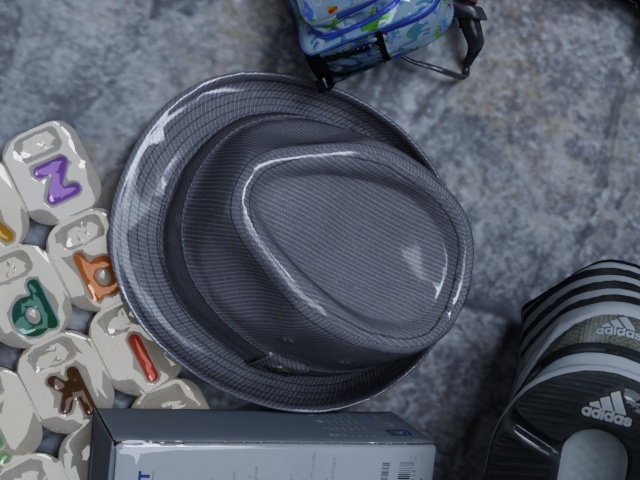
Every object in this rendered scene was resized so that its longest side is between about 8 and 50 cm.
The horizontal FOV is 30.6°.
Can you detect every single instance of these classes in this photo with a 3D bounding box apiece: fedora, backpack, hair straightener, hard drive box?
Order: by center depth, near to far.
[{"bbox_3d":[0.000,0.000,0.827,0.275,0.124,0.243,32,76,-19],"label":"fedora"},{"bbox_3d":[0.034,-0.179,0.836,0.114,0.084,0.105,-17,64,7],"label":"backpack"},{"bbox_3d":[-0.048,0.217,0.838,0.232,0.089,0.181,5,97,-20],"label":"hard drive box"},{"bbox_3d":[0.061,-0.227,0.902,0.089,0.047,0.230,-20,104,12],"label":"hair straightener"}]

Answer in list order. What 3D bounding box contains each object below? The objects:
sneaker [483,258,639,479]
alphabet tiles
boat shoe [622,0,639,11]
[{"bbox_3d":[0.190,0.216,0.881,0.169,0.257,0.447,16,123,11],"label":"sneaker"},{"bbox_3d":[-0.199,0.070,0.842,0.284,0.021,0.277,-27,98,-13],"label":"alphabet tiles"},{"bbox_3d":[0.321,-0.195,0.931,0.303,0.114,0.091,6,85,-15],"label":"boat shoe"}]
